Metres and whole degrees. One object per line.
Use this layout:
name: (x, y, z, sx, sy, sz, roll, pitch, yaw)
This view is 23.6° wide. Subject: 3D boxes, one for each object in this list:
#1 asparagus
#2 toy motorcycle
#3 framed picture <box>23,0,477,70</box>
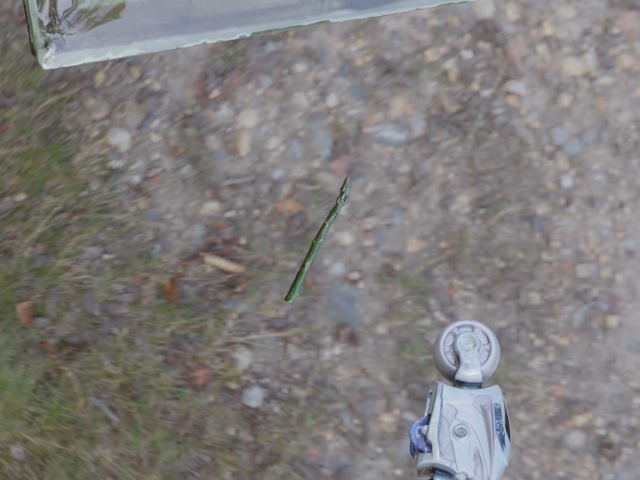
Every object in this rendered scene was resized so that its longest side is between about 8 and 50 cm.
asparagus: (0.000, 0.000, 1.757, 0.016, 0.016, 0.162, 28, 94, 1)
toy motorcycle: (0.149, 0.207, 1.618, 0.112, 0.112, 0.254, 22, 69, -16)
framed picture: (0.022, -0.147, 0.421, 0.231, 0.010, 0.173, -10, 102, -14)
